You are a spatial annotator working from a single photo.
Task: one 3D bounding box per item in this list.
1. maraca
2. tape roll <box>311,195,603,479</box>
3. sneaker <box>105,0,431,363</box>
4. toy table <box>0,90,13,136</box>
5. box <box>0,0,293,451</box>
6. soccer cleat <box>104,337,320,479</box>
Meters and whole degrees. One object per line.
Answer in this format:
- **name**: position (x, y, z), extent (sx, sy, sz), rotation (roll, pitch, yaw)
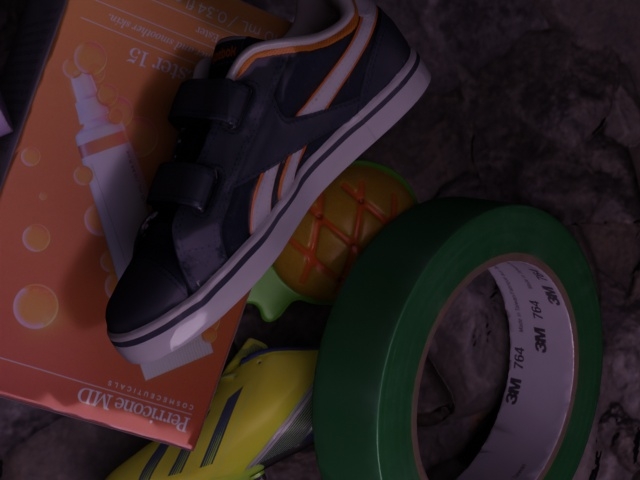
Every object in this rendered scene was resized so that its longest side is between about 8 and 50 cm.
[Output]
- **maraca**: position (0.000, 0.000, 1.254), extent (0.186, 0.099, 0.127), rotation (-20, 103, -6)
- **tape roll**: position (0.129, 0.124, 1.259), extent (0.321, 0.077, 0.321), rotation (-12, 107, -45)
- **sneaker**: position (-0.063, -0.062, 1.029), extent (0.321, 0.126, 0.127), rotation (-50, 114, -22)
- **toy table**: position (-0.342, -0.157, 1.045), extent (0.161, 0.274, 0.252), rotation (-24, 137, -7)
- **box**: position (-0.162, -0.037, 1.147), extent (0.215, 0.168, 0.345), rotation (19, 88, -23)
- **soccer cleat**: position (-0.070, 0.155, 1.257), extent (0.289, 0.093, 0.121), rotation (-23, 81, -16)
